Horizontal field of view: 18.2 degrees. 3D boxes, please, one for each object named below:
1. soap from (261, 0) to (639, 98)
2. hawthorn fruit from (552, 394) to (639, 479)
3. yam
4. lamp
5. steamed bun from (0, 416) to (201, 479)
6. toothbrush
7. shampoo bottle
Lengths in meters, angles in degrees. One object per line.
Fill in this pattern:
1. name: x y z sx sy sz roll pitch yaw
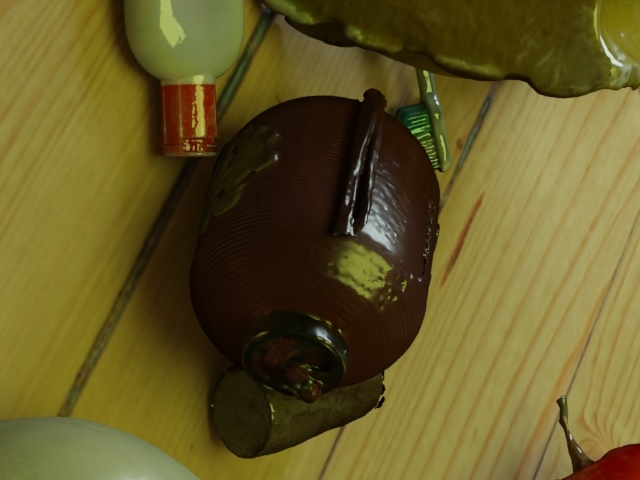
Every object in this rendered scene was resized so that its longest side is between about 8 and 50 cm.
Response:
1. soap: 0.167 -0.210 1.586 0.338 0.304 0.169 -12 117 -59
2. hawthorn fruit: 0.256 0.261 1.714 0.242 0.242 0.272 -14 80 -46
3. yam: -0.019 0.114 1.509 0.127 0.084 0.084 -14 100 -43
4. lamp: 0.000 0.000 1.433 0.180 0.180 0.258 53 31 -33
5. steamed bun: -0.166 0.276 1.239 0.312 0.233 0.334 51 54 -35
6. toothbrush: 0.047 -0.252 1.608 0.040 0.042 0.418 -16 105 -14
7. shampoo bottle: -0.098 -0.170 1.445 0.108 0.051 0.221 -4 92 -49
